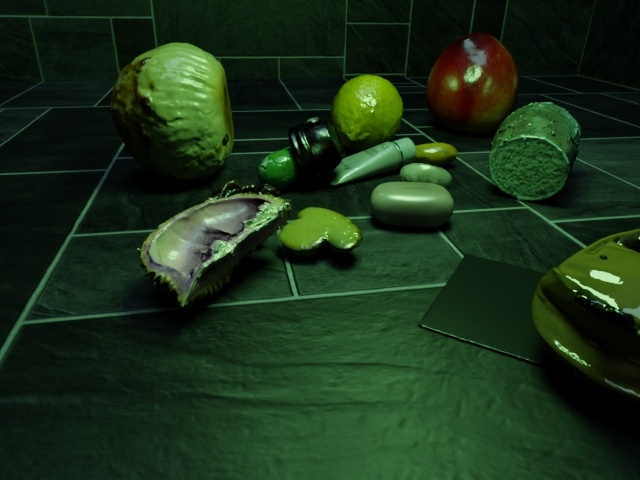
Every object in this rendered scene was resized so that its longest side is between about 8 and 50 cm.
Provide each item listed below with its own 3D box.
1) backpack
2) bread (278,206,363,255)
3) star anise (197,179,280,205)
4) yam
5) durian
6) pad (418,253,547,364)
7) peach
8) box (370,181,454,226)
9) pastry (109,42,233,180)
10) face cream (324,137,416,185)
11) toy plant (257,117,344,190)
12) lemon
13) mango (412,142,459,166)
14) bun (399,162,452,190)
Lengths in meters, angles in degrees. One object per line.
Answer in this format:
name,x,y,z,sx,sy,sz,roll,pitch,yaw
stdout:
backpack,0.511,0.104,0.717,0.377,0.201,0.353,-12,25,-30
bread,0.000,0.000,1.061,0.187,0.065,0.149,26,47,35
star anise,-0.182,-0.077,1.133,0.190,0.126,0.220,-10,26,-28
yam,0.617,-0.256,1.428,0.240,0.241,0.348,13,31,22
durian,-0.202,0.008,0.949,0.191,0.112,0.341,13,40,30
pad,0.324,0.110,0.910,0.202,0.005,0.299,15,30,26
peach,0.604,-0.621,1.973,0.387,0.389,0.388,1,27,0
box,0.221,-0.089,1.206,0.200,0.088,0.146,1,28,2
pastry,-0.414,-0.355,1.404,0.312,0.389,0.389,-2,27,0
face cream,0.144,-0.232,1.511,0.314,0.089,0.143,-22,33,-17
toy plant,-0.057,-0.232,1.407,0.235,0.176,0.218,-26,12,19
lemon,0.159,-0.441,1.731,0.253,0.254,0.310,11,45,19
mango,0.348,-0.277,1.600,0.190,0.075,0.098,4,11,14
bun,0.275,-0.143,1.322,0.138,0.094,0.138,12,-7,1
